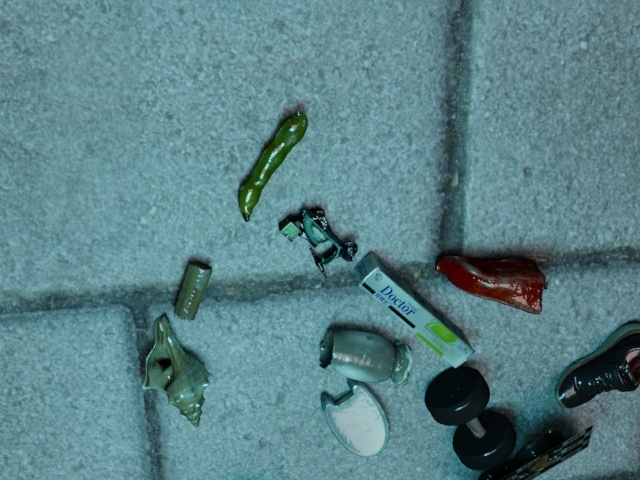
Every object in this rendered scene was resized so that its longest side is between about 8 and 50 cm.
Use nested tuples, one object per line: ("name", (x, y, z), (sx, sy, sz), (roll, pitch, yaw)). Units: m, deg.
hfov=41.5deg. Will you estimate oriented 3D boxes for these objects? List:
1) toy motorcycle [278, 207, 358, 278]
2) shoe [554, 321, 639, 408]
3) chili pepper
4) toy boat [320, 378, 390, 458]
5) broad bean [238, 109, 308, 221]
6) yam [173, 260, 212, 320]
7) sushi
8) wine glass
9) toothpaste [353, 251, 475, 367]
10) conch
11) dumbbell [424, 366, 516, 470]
("toy motorcycle", (0.000, 0.000, 1.807), (0.100, 0.058, 0.173), (-41, 114, 14))
("shoe", (0.712, 0.328, 2.061), (0.291, 0.137, 0.114), (-40, 114, 6))
("chili pepper", (0.379, 0.090, 1.885), (0.252, 0.144, 0.136), (10, 147, -10))
("toy boat", (0.087, 0.422, 2.004), (0.134, 0.079, 0.208), (-36, 105, -5))
("broad bean", (-0.103, -0.155, 1.721), (0.052, 0.052, 0.256), (11, 116, -57))
("yam", (-0.271, 0.106, 1.792), (0.054, 0.054, 0.132), (15, 109, -18))
("sushi", (0.496, 0.549, 2.088), (0.359, 0.064, 0.343), (-31, 154, 1))
("wine glass", (0.103, 0.264, 1.908), (0.204, 0.111, 0.111), (13, 109, -19))
("toothpaste", (0.212, 0.159, 1.907), (0.336, 0.081, 0.067), (40, 103, -24))
("conch", (-0.317, 0.296, 1.839), (0.137, 0.114, 0.234), (-37, 80, -7))
("dumbbell", (0.358, 0.422, 2.012), (0.152, 0.152, 0.218), (-32, 115, 2))
